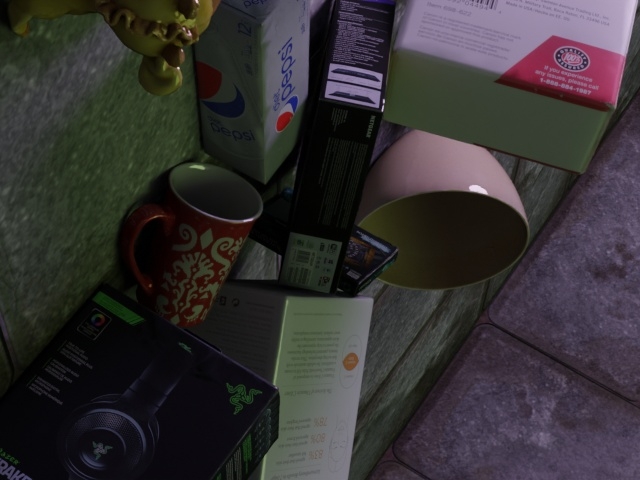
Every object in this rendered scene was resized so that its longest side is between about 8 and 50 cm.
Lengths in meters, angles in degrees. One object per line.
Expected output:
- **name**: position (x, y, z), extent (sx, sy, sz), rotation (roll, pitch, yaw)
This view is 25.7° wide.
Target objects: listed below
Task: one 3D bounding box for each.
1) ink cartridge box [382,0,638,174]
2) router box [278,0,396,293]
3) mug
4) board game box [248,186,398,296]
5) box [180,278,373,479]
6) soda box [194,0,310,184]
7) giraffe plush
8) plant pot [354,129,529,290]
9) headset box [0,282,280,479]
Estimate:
- **ink cartridge box**: position (0.265, -0.311, 1.832), extent (0.160, 0.279, 0.384), rotation (97, 11, -60)
- **router box**: position (0.020, -0.125, 1.780), extent (0.243, 0.081, 0.308), rotation (-82, -176, -47)
- **mug**: position (-0.165, 0.004, 1.633), extent (0.113, 0.150, 0.169), rotation (-100, -152, -53)
- **board game box**: position (0.000, 0.000, 1.910), extent (0.126, 0.186, 0.026), rotation (-36, 151, -52)
- **box**: position (-0.075, 0.230, 1.852), extent (0.215, 0.168, 0.345), rotation (5, 93, -57)
- **soda box**: position (-0.074, -0.190, 1.540), extent (0.098, 0.091, 0.286), rotation (-54, 163, -27)
- **giraffe plush**: position (-0.151, -0.219, 1.125), extent (0.210, 0.170, 0.181), rotation (-52, 162, -27)
- **plant pot**: position (0.187, -0.073, 2.277), extent (0.284, 0.284, 0.191), rotation (94, -4, -56)
- **headset box**: position (-0.210, 0.221, 1.557), extent (0.283, 0.246, 0.131), rotation (-51, 162, -28)
